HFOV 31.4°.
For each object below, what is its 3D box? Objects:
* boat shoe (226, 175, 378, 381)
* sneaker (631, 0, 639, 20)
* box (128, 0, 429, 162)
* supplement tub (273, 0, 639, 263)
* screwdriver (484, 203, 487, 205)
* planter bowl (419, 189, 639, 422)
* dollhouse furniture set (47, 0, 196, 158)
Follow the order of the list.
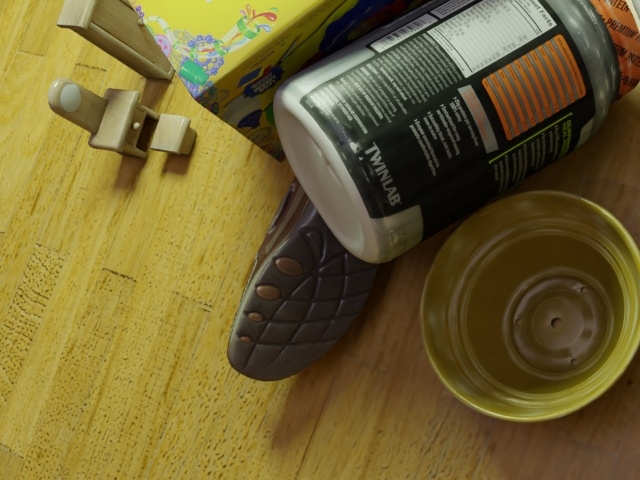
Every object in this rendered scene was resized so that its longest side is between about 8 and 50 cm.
[{"bbox_3d":[0.000,0.000,1.209,0.324,0.123,0.116,-58,21,-3],"label":"boat shoe"},{"bbox_3d":[0.445,-0.242,1.006,0.366,0.137,0.210,-14,68,31],"label":"sneaker"},{"bbox_3d":[-0.008,-0.255,1.131,0.290,0.279,0.177,-36,76,8],"label":"box"},{"bbox_3d":[0.131,-0.131,1.068,0.316,0.193,0.193,-30,56,-12],"label":"supplement tub"},{"bbox_3d":[0.167,-0.042,1.168,0.025,0.024,0.169,15,78,5],"label":"screwdriver"},{"bbox_3d":[0.208,0.069,1.062,0.217,0.090,0.217,-11,68,27],"label":"planter bowl"},{"bbox_3d":[-0.115,-0.239,1.316,0.356,0.174,0.303,11,80,34],"label":"dollhouse furniture set"}]
